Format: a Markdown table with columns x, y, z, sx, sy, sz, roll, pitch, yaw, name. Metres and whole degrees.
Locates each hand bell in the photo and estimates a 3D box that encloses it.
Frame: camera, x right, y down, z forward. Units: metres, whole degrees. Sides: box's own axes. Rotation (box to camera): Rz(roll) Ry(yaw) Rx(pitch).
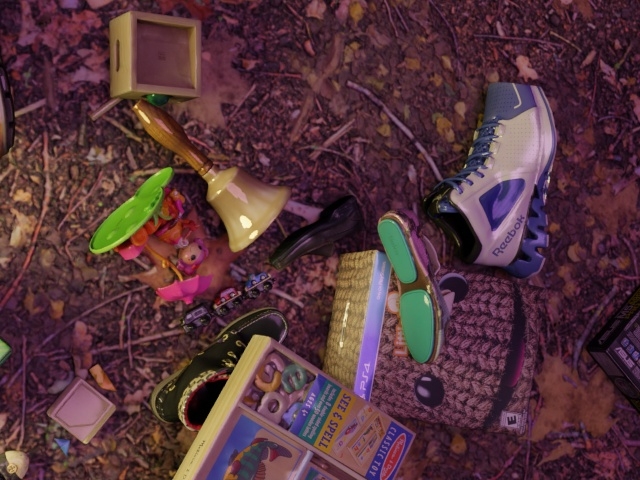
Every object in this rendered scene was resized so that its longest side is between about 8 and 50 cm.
| x | y | z | sx | sy | sz | roll | pitch | yaw | name |
| --- | --- | --- | --- | --- | --- | --- | --- | --- | --- |
| -0.169 | -0.107 | 1.378 | 0.242 | 0.126 | 0.126 | 42 | 74 | -16 | hand bell |

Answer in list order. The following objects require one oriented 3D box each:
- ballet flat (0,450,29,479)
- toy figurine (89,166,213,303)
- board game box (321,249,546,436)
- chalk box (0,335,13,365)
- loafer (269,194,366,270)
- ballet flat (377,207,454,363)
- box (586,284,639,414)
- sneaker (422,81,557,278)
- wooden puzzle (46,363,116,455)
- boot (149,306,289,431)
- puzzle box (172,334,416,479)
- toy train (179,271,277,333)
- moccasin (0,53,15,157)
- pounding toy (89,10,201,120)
| x | y | z | sx | sy | sz | roll | pitch | yaw | name |
| --- | --- | --- | --- | --- | --- | --- | --- | --- | --- |
| -0.459 | 0.338 | 1.291 | 0.173 | 0.049 | 0.057 | -34 | 99 | -19 | ballet flat |
| -0.213 | 0.009 | 1.388 | 0.159 | 0.130 | 0.173 | 51 | 47 | -25 | toy figurine |
| 0.167 | 0.156 | 1.485 | 0.291 | 0.141 | 0.232 | 12 | 83 | -20 | board game box |
| -0.481 | 0.145 | 1.252 | 0.213 | 0.132 | 0.132 | 45 | 73 | -14 | chalk box |
| 0.000 | 0.000 | 1.478 | 0.170 | 0.062 | 0.061 | -36 | 104 | -17 | loafer |
| 0.143 | 0.059 | 1.374 | 0.079 | 0.077 | 0.221 | -18 | 93 | -40 | ballet flat |
| 0.616 | 0.208 | 1.693 | 0.216 | 0.060 | 0.270 | -46 | 102 | -18 | box |
| 0.260 | -0.097 | 1.543 | 0.182 | 0.127 | 0.315 | 2 | 88 | -22 | sneaker |
| -0.331 | 0.235 | 1.365 | 0.116 | 0.014 | 0.078 | -44 | 97 | -17 | wooden puzzle |
| -0.118 | 0.180 | 1.358 | 0.236 | 0.179 | 0.085 | -36 | 100 | -18 | boot |
| -0.069 | 0.363 | 1.252 | 0.272 | 0.052 | 0.408 | 36 | 72 | -25 | puzzle box |
| -0.135 | 0.087 | 1.440 | 0.158 | 0.027 | 0.036 | -28 | 86 | -19 | toy train |
| -0.510 | -0.272 | 1.262 | 0.147 | 0.139 | 0.380 | -27 | 96 | -19 | moccasin |
| -0.249 | -0.241 | 1.391 | 0.130 | 0.100 | 0.141 | 0 | 89 | -35 | pounding toy |
